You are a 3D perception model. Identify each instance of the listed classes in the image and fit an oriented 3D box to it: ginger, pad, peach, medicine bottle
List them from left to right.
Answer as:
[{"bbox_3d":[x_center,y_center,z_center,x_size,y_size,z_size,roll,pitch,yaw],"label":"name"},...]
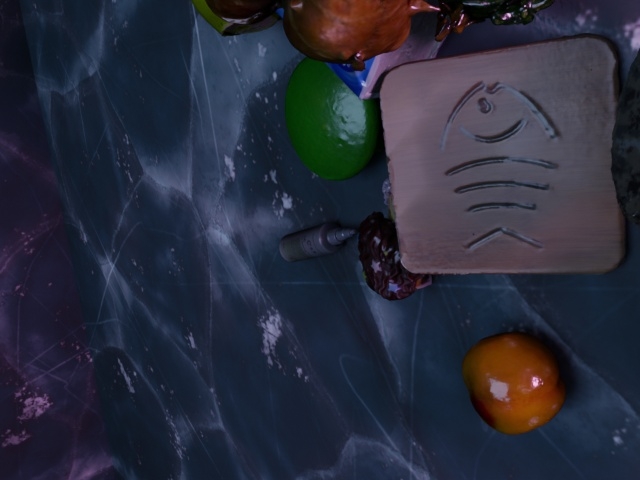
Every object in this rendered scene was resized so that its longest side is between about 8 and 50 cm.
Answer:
[{"bbox_3d":[0.000,0.000,1.161,0.199,0.058,0.057,-14,95,52],"label":"medicine bottle"},{"bbox_3d":[0.028,-0.317,0.610,0.254,0.176,0.418,26,153,-7],"label":"ginger"},{"bbox_3d":[0.219,-0.092,0.793,0.287,0.018,0.284,-2,105,27],"label":"pad"},{"bbox_3d":[0.263,0.193,0.867,0.138,0.138,0.138,24,123,43],"label":"peach"}]

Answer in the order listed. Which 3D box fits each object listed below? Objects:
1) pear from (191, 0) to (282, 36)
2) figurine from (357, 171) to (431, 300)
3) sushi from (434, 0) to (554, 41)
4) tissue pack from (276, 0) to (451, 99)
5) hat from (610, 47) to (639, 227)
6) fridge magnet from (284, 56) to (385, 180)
[{"bbox_3d":[-0.134,-0.449,1.035,0.187,0.187,0.219,-14,92,53],"label":"pear"},{"bbox_3d":[0.126,-0.016,0.950,0.175,0.116,0.240,39,132,34],"label":"figurine"},{"bbox_3d":[0.235,-0.321,0.670,0.287,0.149,0.140,-27,55,27],"label":"sushi"},{"bbox_3d":[0.053,-0.351,0.871,0.263,0.146,0.198,51,139,23],"label":"tissue pack"},{"bbox_3d":[0.377,-0.124,0.573,0.128,0.265,0.265,8,119,5],"label":"hat"},{"bbox_3d":[0.019,-0.199,1.026,0.208,0.088,0.208,25,124,42],"label":"fridge magnet"}]
